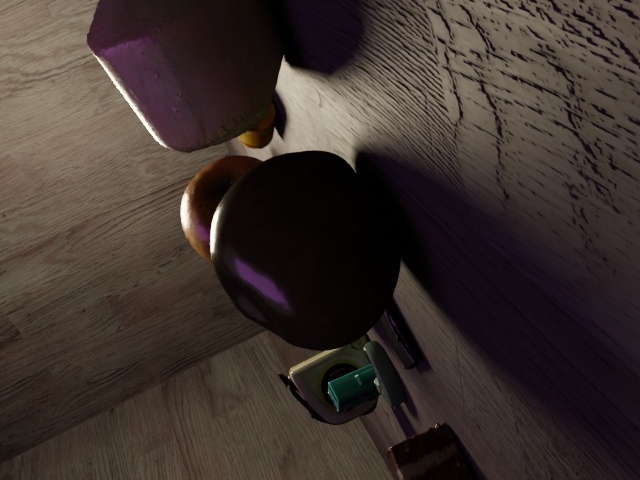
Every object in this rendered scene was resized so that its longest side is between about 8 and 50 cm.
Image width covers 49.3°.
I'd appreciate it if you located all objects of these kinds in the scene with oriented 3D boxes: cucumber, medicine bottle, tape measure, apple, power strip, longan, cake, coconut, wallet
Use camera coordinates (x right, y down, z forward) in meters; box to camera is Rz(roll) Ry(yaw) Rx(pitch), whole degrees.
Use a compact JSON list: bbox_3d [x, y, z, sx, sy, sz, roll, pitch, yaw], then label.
[{"bbox_3d":[0.092,0.268,1.968,0.058,0.058,0.187,65,171,-8],"label":"cucumber"},{"bbox_3d":[-0.154,-0.279,1.637,0.096,0.096,0.192,64,173,3],"label":"medicine bottle"},{"bbox_3d":[0.038,0.448,2.103,0.133,0.270,0.232,148,98,-83],"label":"tape measure"},{"bbox_3d":[-0.241,-0.071,2.054,0.339,0.338,0.305,60,170,30],"label":"apple"},{"bbox_3d":[0.167,0.357,1.765,0.137,0.044,0.216,56,169,44],"label":"power strip"},{"bbox_3d":[-0.020,0.013,1.065,0.350,0.288,0.289,39,156,48],"label":"longan"},{"bbox_3d":[0.217,0.455,1.370,0.135,0.135,0.147,78,169,-66],"label":"cake"},{"bbox_3d":[-0.216,-0.337,1.139,0.297,0.297,0.310,54,171,53],"label":"coconut"},{"bbox_3d":[0.115,0.124,1.377,0.286,0.030,0.146,61,176,14],"label":"wallet"}]

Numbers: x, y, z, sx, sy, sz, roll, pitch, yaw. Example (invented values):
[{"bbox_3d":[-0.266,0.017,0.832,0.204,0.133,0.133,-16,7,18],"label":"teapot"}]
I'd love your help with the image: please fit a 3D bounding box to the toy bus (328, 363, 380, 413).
[{"bbox_3d":[0.107,0.415,1.973,0.092,0.160,0.079,87,158,-51],"label":"toy bus"}]
